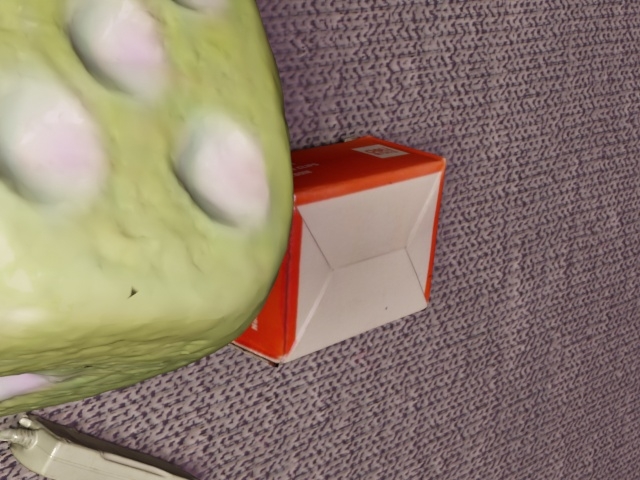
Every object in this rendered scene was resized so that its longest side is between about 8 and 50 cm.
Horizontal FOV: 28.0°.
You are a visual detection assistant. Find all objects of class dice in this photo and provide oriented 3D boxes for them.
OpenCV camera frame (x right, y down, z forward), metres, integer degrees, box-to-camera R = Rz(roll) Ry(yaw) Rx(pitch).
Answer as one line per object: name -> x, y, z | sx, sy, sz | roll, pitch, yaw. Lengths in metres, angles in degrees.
dice -> -0.179, -0.046, 0.599 | 0.254, 0.252, 0.249 | 5, 69, -54

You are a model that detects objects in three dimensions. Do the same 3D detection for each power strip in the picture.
power strip -> -0.151, 0.158, 0.895 | 0.191, 0.048, 0.030 | 30, 86, -47

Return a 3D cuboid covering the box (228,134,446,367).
box -> 0.000, 0.000, 0.970 | 0.182, 0.099, 0.133 | -17, 117, -44
